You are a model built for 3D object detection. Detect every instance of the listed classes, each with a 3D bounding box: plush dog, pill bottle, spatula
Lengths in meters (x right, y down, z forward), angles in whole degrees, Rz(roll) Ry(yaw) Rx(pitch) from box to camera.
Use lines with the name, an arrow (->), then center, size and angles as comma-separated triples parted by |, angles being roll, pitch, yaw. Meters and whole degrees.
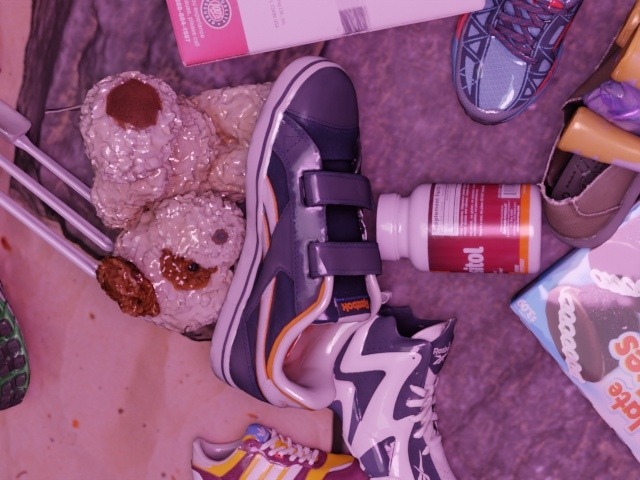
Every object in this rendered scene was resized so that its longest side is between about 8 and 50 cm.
plush dog -> -0.141, -0.025, 1.194 | 0.211, 0.262, 0.225 | -13, 83, 44
pill bottle -> 0.132, -0.012, 1.195 | 0.152, 0.086, 0.086 | 1, 96, 10
spatula -> -0.284, -0.063, 1.227 | 0.242, 0.168, 0.019 | 37, 111, -2

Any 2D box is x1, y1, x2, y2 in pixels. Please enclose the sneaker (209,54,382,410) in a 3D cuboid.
sneaker -> 0.000, 0.000, 1.147 | 0.127, 0.126, 0.321 | 22, 106, 38

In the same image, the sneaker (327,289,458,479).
sneaker -> 0.095, 0.149, 1.213 | 0.153, 0.094, 0.235 | -43, 78, 20

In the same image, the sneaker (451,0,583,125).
sneaker -> 0.190, -0.228, 1.142 | 0.104, 0.125, 0.262 | 26, 99, 7

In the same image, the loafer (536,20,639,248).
loafer -> 0.273, -0.114, 1.133 | 0.094, 0.087, 0.251 | 23, 87, 35

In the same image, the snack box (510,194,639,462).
snack box -> 0.351, 0.123, 1.184 | 0.187, 0.060, 0.322 | -40, 88, 11

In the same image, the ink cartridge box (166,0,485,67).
ink cartridge box -> -0.006, -0.290, 1.134 | 0.283, 0.117, 0.207 | -10, 113, 4

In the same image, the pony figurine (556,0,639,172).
pony figurine -> 0.380, -0.050, 0.985 | 0.363, 0.351, 0.303 | 27, 78, 4

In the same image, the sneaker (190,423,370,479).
sneaker -> -0.040, 0.222, 1.257 | 0.185, 0.069, 0.084 | -10, 99, 10

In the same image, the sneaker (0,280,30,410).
sneaker -> -0.371, 0.017, 1.266 | 0.134, 0.146, 0.343 | -13, 110, 12
